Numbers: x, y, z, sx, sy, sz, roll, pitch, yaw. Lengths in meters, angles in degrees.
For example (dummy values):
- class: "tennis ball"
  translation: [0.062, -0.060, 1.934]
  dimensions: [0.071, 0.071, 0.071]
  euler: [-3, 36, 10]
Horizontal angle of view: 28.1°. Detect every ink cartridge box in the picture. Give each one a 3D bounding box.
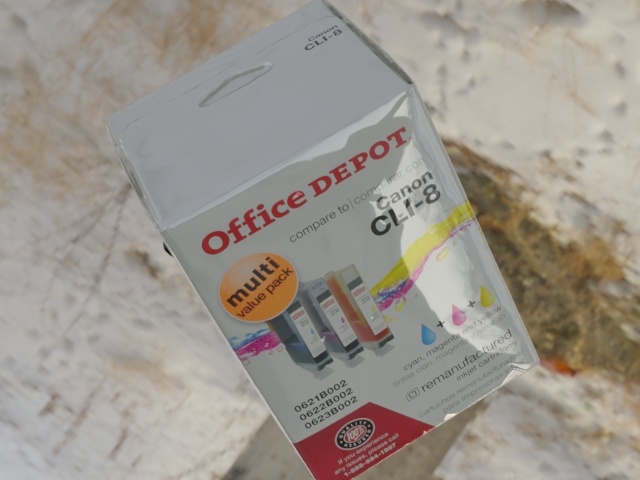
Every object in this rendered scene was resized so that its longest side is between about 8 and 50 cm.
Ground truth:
- class: "ink cartridge box"
  translation: [0.000, 0.000, 0.616]
  dimensions: [0.176, 0.128, 0.127]
  euler: [61, 176, -33]

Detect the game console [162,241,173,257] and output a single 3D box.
- class: "game console"
  translation: [-0.059, -0.012, 1.074]
  dimensions: [0.122, 0.071, 0.107]
  euler: [32, -151, -16]
